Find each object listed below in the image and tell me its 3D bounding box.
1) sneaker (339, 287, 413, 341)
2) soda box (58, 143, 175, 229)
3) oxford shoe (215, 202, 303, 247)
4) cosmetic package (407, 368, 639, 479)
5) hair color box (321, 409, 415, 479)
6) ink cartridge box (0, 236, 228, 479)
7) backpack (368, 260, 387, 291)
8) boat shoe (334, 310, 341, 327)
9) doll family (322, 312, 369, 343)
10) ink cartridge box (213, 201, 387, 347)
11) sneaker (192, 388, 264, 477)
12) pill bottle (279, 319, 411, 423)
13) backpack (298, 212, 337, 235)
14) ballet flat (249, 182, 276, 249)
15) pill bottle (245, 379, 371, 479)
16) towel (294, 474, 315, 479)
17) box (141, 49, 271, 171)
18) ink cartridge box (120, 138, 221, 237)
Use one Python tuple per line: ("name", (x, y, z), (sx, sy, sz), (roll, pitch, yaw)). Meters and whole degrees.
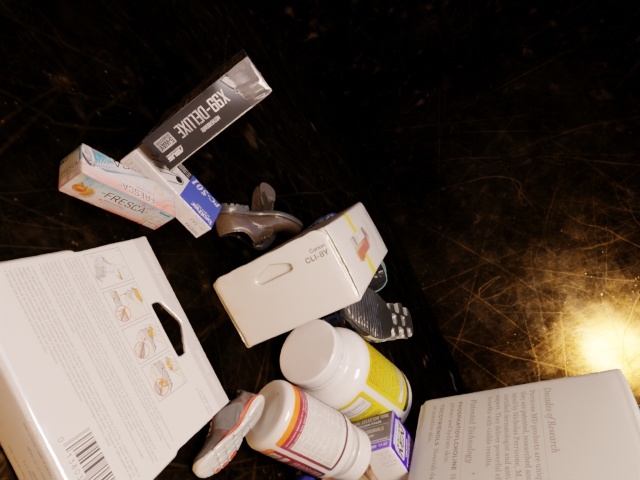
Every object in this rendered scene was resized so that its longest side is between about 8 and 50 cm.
("sneaker", (0.108, 0.206, 1.048), (0.331, 0.147, 0.122), (33, 48, -51))
("soda box", (-0.335, -0.084, 0.700), (0.183, 0.058, 0.062), (33, 34, -55))
("oxford shoe", (-0.146, -0.025, 1.001), (0.228, 0.083, 0.096), (4, 75, -30))
("cosmetic package", (0.408, 0.493, 0.739), (0.329, 0.394, 0.327), (59, 31, -12))
("hair color box", (0.155, 0.546, 0.891), (0.338, 0.185, 0.110), (58, 22, -11))
("ink cartridge box", (-0.271, 0.153, 0.529), (0.296, 0.066, 0.261), (63, 19, 1))
("backpack", (0.131, 0.111, 1.412), (0.165, 0.189, 0.144), (59, 19, -5))
("boat shoe", (0.070, 0.216, 1.295), (0.083, 0.065, 0.183), (29, 43, -58))
("doll family", (0.085, 0.275, 1.191), (0.192, 0.112, 0.076), (61, 19, -3))
("ink cartridge box", (-0.022, 0.061, 0.965), (0.160, 0.280, 0.385), (62, 20, -3))
("sneaker", (-0.155, 0.301, 0.659), (0.158, 0.065, 0.061), (-38, 142, -55))
("pill bottle", (0.062, 0.318, 0.960), (0.334, 0.188, 0.187), (46, 25, -39))
("backpack", (0.000, 0.000, 1.304), (0.116, 0.158, 0.173), (54, 31, 2))
("ballet flat", (-0.164, -0.062, 1.116), (0.084, 0.058, 0.249), (31, 37, -30))
("pill bottle", (-0.018, 0.354, 0.756), (0.221, 0.121, 0.121), (39, 28, -26))
("towel", (-0.035, 0.537, 0.606), (0.228, 0.076, 0.307), (30, 38, -62))
("box", (-0.229, -0.287, 0.865), (0.076, 0.243, 0.307), (51, 7, -28))
("ink cartridge box", (-0.297, -0.112, 0.848), (0.207, 0.046, 0.097), (51, 22, -26))
